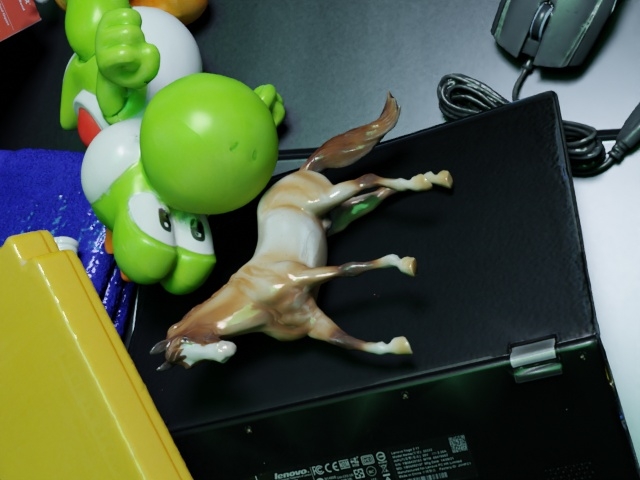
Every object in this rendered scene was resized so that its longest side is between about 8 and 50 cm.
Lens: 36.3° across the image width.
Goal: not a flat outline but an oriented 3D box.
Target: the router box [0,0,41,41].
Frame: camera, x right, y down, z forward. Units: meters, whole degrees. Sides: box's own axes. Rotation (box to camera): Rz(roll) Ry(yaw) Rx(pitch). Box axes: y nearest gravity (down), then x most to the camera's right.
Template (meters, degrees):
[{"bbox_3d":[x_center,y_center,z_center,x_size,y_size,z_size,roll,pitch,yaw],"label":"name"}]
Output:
[{"bbox_3d":[-0.490,-0.169,0.922,0.335,0.082,0.301,-7,26,25],"label":"router box"}]

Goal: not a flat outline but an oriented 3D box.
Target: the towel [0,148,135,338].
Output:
[{"bbox_3d":[-0.320,0.012,0.934,0.308,0.076,0.228,6,76,20],"label":"towel"}]

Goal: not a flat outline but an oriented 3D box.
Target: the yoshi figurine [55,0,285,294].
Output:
[{"bbox_3d":[-0.122,-0.133,0.830,0.203,0.203,0.362,-8,56,-13],"label":"yoshi figurine"}]

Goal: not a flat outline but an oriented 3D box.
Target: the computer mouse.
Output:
[{"bbox_3d":[0.230,-0.187,0.825,0.184,0.060,0.262,34,86,25],"label":"computer mouse"}]

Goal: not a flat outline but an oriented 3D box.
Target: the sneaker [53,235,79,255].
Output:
[{"bbox_3d":[-0.259,0.034,0.847,0.109,0.040,0.044,-22,64,6],"label":"sneaker"}]

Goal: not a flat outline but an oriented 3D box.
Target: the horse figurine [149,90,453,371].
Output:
[{"bbox_3d":[0.000,0.000,0.734,0.174,0.066,0.263,-5,45,25],"label":"horse figurine"}]

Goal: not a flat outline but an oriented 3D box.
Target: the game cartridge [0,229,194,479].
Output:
[{"bbox_3d":[-0.235,0.185,0.758,0.323,0.052,0.285,-36,77,33],"label":"game cartridge"}]

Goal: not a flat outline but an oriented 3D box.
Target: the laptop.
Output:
[{"bbox_3d":[0.051,0.139,0.780,0.381,0.236,0.408,-16,97,20],"label":"laptop"}]

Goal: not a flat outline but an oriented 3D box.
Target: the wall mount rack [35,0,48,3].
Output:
[{"bbox_3d":[-0.215,-0.405,0.929,0.130,0.350,0.304,41,77,-4],"label":"wall mount rack"}]
